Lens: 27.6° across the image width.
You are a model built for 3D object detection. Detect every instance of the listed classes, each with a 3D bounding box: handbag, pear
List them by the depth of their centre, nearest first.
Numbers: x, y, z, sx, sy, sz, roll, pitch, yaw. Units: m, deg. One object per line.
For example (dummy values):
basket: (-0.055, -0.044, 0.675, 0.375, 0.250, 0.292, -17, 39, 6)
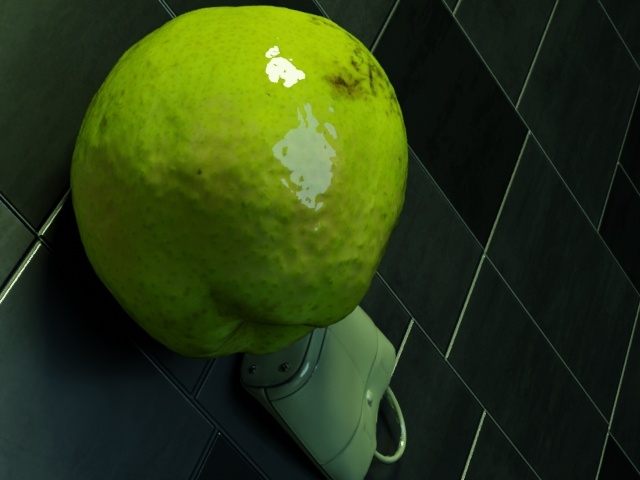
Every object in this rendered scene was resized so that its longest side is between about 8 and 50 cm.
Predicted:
pear: (-0.086, -0.052, 1.410, 0.391, 0.391, 0.391, 21, 62, -46)
handbag: (0.019, 0.190, 1.698, 0.315, 0.109, 0.241, 54, 42, -43)
